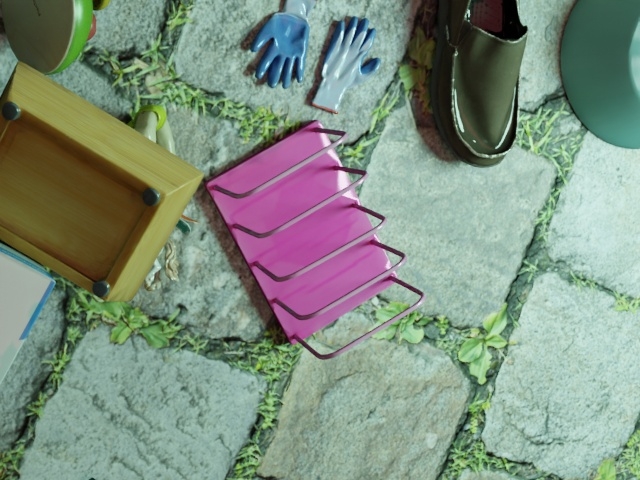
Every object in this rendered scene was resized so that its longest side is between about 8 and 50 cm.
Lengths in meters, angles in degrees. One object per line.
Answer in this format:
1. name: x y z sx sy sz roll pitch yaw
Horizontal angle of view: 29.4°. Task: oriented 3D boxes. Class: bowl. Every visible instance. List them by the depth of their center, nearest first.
1. bowl: 0.563 -0.299 1.967 0.312 0.163 0.311 -2 98 -18

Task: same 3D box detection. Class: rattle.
1. rattle: -0.267 -0.091 1.765 0.143 0.130 0.199 -16 130 -5

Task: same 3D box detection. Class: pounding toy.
1. pounding toy: -0.345 -0.346 1.665 0.110 0.183 0.236 -10 99 -43

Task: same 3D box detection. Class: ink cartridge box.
1. ink cartridge box: -0.480 0.071 1.626 0.168 0.233 0.171 29 88 -22

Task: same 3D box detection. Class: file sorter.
1. file sorter: 0.000 0.000 1.806 0.202 0.182 0.290 -31 106 -12

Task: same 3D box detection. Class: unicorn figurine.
1. unicorn figurine: -0.286 0.015 1.782 0.162 0.060 0.111 7 82 -34

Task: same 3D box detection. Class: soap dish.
1. soap dish: -0.337 -0.068 1.647 0.291 0.118 0.229 31 112 -4

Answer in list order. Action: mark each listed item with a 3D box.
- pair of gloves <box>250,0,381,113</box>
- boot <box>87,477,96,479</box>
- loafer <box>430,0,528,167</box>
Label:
1. pair of gloves: -0.003 -0.285 1.849 0.198 0.023 0.159 23 90 -20
2. boot: -0.341 0.471 1.824 0.137 0.077 0.198 -34 94 -7
3. loafer: 0.248 -0.290 1.876 0.134 0.130 0.365 -9 101 -17
